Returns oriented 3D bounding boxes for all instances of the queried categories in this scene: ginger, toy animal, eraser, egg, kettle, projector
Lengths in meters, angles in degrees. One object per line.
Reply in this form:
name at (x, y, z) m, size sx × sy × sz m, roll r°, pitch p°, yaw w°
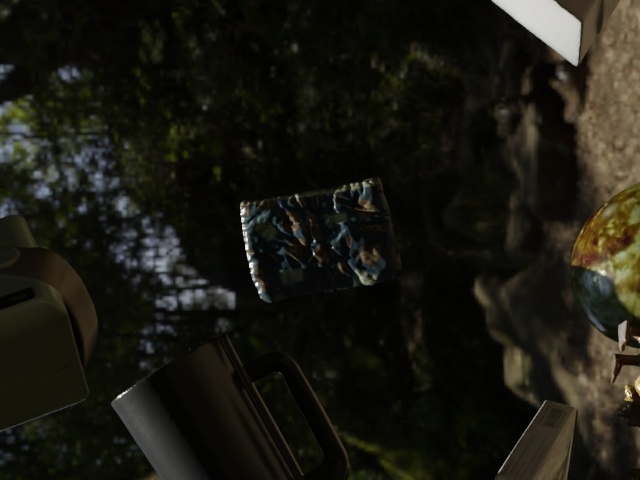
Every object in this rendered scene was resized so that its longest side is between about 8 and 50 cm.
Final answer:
ginger at (0.604, 0.351, 1.843) m, size 0.052 × 0.176 × 0.193 m, roll 24°, pitch -93°, yaw -83°
toy animal at (0.460, 0.142, 1.299) m, size 0.188 × 0.179 × 0.089 m, roll -53°, pitch -29°, yaw -62°
eraser at (0.361, -0.440, 1.381) m, size 0.397 × 0.213 × 0.082 m, roll -56°, pitch 6°, yaw -25°
egg at (0.510, 0.024, 1.568) m, size 0.289 × 0.238 × 0.238 m, roll -60°, pitch 3°, yaw -8°
kettle at (-0.143, 0.319, 1.661) m, size 0.308 × 0.262 × 0.203 m, roll 57°, pitch 146°, yaw 6°
projector at (-0.353, 0.094, 1.053) m, size 0.177 × 0.242 × 0.163 m, roll -127°, pitch 25°, yaw -45°

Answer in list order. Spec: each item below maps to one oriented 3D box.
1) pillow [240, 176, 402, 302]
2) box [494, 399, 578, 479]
pillow at (-0.001, 0.002, 1.754) m, size 0.034 × 0.256 × 0.189 m, roll -78°, pitch -24°, yaw -69°
box at (0.371, 0.436, 1.817) m, size 0.343 × 0.065 × 0.200 m, roll -30°, pitch -54°, yaw -60°
